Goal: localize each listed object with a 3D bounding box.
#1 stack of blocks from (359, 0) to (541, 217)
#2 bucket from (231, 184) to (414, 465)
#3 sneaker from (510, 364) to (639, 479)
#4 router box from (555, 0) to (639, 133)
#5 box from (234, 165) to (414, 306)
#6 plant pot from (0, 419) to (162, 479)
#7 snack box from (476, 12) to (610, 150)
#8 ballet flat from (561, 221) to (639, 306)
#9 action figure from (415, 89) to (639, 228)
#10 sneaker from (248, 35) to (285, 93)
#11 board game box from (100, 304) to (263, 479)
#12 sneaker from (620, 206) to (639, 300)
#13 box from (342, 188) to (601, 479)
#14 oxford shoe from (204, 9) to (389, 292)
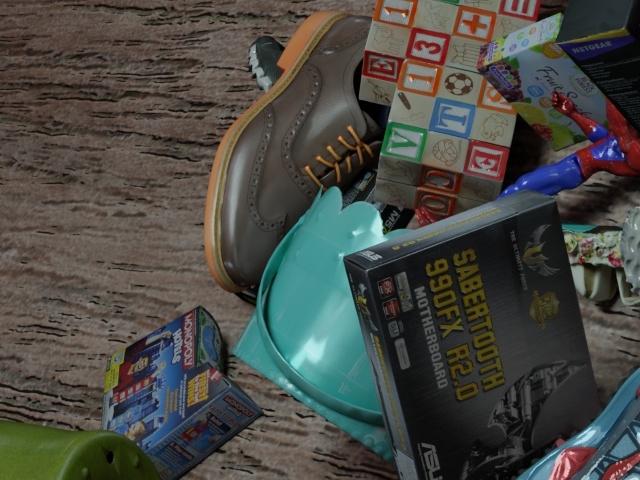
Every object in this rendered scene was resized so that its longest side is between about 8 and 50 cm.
[{"bbox_3d":[0.130,-0.174,2.044,0.171,0.087,0.297,12,58,4],"label":"stack of blocks"},{"bbox_3d":[0.064,0.095,1.795,0.183,0.281,0.281,-57,35,-4],"label":"bucket"},{"bbox_3d":[0.281,0.194,1.622,0.262,0.104,0.125,-45,51,15],"label":"sneaker"},{"bbox_3d":[0.353,-0.238,1.801,0.081,0.243,0.309,-9,52,44],"label":"router box"},{"bbox_3d":[0.000,0.000,2.143,0.184,0.045,0.191,17,71,56],"label":"box"},{"bbox_3d":[-0.347,0.332,1.989,0.353,0.366,0.366,-11,48,26],"label":"plant pot"},{"bbox_3d":[0.238,-0.157,1.940,0.100,0.141,0.037,-21,42,35],"label":"snack box"},{"bbox_3d":[0.275,0.021,1.788,0.241,0.091,0.077,6,89,55],"label":"ballet flat"},{"bbox_3d":[0.218,-0.096,1.872,0.280,0.139,0.091,-19,3,9],"label":"action figure"},{"bbox_3d":[-0.013,-0.187,2.313,0.106,0.078,0.234,-39,39,10],"label":"sneaker"},{"bbox_3d":[-0.153,0.176,2.131,0.194,0.060,0.194,-28,39,26],"label":"board game box"},{"bbox_3d":[0.394,0.029,1.591,0.293,0.146,0.102,18,113,35],"label":"sneaker"},{"bbox_3d":[0.134,0.094,1.647,0.183,0.231,0.056,-19,18,-17],"label":"box"},{"bbox_3d":[-0.011,-0.102,2.109,0.132,0.130,0.364,7,63,38],"label":"oxford shoe"}]
